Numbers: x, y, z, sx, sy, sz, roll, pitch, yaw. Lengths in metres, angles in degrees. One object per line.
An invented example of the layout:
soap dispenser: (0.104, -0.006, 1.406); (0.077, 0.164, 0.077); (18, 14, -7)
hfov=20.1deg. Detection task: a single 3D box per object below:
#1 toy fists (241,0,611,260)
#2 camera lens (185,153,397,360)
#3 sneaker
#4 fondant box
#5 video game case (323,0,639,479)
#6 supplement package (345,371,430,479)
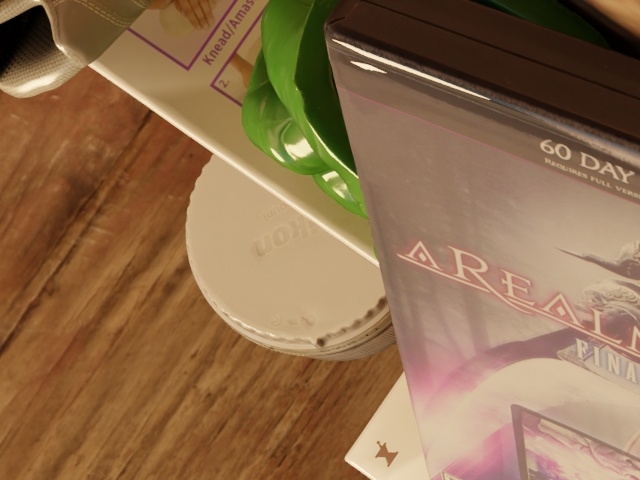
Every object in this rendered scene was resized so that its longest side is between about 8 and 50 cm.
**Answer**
toy fists: (0.096, 0.008, 0.572); (0.279, 0.096, 0.142); (33, -179, -1)
camera lens: (0.000, 0.000, 1.687); (0.219, 0.219, 0.274); (35, -179, 11)
sneaker: (-0.131, -0.127, 0.688); (0.086, 0.132, 0.229); (34, -179, -41)
fondant box: (0.068, -0.015, 0.792); (0.330, 0.096, 0.238); (34, -179, 14)
video game case: (0.108, 0.053, 0.472); (0.196, 0.026, 0.274); (23, 156, 22)
supplement package: (0.183, 0.124, 1.117); (0.198, 0.199, 0.263); (35, -179, 24)
